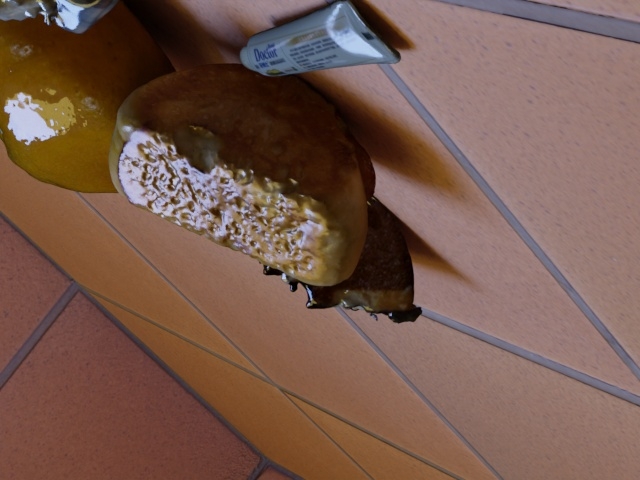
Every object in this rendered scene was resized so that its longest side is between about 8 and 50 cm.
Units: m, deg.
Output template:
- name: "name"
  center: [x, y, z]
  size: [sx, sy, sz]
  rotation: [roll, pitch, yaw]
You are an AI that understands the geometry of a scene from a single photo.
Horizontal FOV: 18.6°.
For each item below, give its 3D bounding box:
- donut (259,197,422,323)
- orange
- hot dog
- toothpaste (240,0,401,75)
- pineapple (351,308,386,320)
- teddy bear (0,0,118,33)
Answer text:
- name: "donut"
  center: [0.010, -0.002, 2.017]
  size: [0.187, 0.144, 0.126]
  rotation: [9, -177, -19]
- name: "orange"
  center: [-0.243, -0.147, 1.934]
  size: [0.249, 0.183, 0.249]
  rotation: [48, 176, 5]
- name: "hot dog"
  center: [-0.059, -0.074, 1.818]
  size: [0.257, 0.153, 0.150]
  rotation: [24, 136, 11]
- name: "toothpaste"
  center: [-0.009, -0.163, 1.645]
  size: [0.067, 0.037, 0.255]
  rotation: [48, 162, -17]
- name: "pineapple"
  center: [0.005, 0.016, 2.235]
  size: [0.221, 0.047, 0.221]
  rotation: [32, 166, 9]
- name: "teddy bear"
  center: [-0.313, -0.299, 1.564]
  size: [0.362, 0.327, 0.375]
  rotation: [1, -162, -3]
